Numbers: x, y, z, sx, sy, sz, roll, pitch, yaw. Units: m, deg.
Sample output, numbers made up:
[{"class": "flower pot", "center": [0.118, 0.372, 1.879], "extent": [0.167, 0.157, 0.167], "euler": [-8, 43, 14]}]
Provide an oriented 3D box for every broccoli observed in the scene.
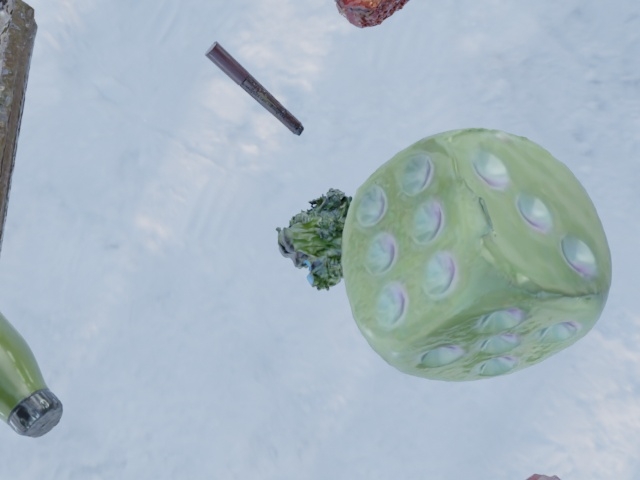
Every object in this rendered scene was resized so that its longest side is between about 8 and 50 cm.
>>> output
[{"class": "broccoli", "center": [0.000, 0.000, 1.590], "extent": [0.160, 0.167, 0.154], "euler": [-6, 130, -43]}]

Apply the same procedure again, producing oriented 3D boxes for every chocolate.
[{"class": "chocolate", "center": [-0.292, -0.049, 0.953], "extent": [0.065, 0.102, 0.329], "euler": [6, 92, -38]}]

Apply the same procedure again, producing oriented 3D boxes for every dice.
[{"class": "dice", "center": [0.196, 0.020, 1.407], "extent": [0.250, 0.254, 0.252], "euler": [12, 54, -37]}]

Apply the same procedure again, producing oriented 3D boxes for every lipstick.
[{"class": "lipstick", "center": [-0.089, -0.211, 1.558], "extent": [0.176, 0.027, 0.027], "euler": [41, 89, -20]}]

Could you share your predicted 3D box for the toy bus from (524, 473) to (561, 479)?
[{"class": "toy bus", "center": [0.247, 0.424, 1.449], "extent": [0.127, 0.303, 0.147], "euler": [36, 127, 21]}]

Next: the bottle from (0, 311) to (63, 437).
[{"class": "bottle", "center": [-0.457, 0.164, 1.527], "extent": [0.260, 0.112, 0.112], "euler": [43, 88, 20]}]

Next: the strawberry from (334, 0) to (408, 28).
[{"class": "strawberry", "center": [0.086, -0.314, 1.237], "extent": [0.236, 0.175, 0.106], "euler": [-45, 146, -15]}]
